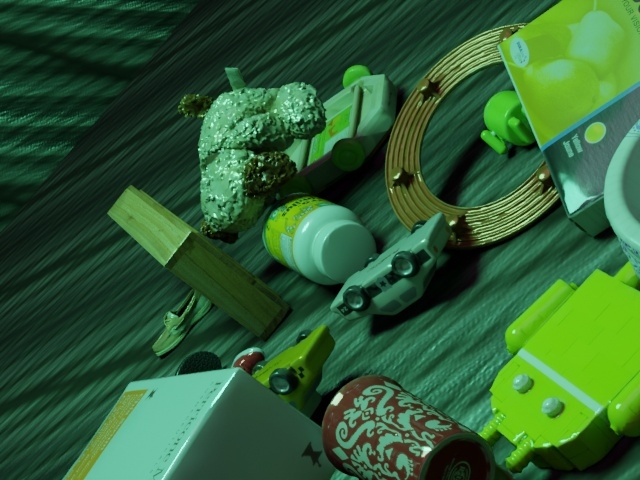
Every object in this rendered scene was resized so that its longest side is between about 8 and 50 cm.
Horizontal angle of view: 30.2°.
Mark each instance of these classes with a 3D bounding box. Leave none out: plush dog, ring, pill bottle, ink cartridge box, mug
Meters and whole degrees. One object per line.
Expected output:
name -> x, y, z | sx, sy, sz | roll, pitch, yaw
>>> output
plush dog -> -0.126, -0.118, 1.848 | 0.262, 0.210, 0.225 | -51, 30, 46
ring -> 0.218, -0.147, 1.580 | 0.336, 0.032, 0.337 | -21, 54, 32
pill bottle -> 0.000, 0.000, 1.741 | 0.117, 0.117, 0.208 | -49, 23, -7
ink cartridge box -> 0.384, -0.204, 1.389 | 0.307, 0.072, 0.304 | -36, 45, 25
mug -> 0.093, 0.228, 1.194 | 0.113, 0.150, 0.169 | -16, 16, -26

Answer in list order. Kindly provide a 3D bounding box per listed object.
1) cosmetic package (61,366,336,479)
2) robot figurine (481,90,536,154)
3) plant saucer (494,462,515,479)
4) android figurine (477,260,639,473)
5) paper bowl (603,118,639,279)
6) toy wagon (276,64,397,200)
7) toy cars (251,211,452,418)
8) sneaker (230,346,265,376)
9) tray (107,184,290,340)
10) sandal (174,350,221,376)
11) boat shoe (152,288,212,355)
cosmetic package -> -0.173, 0.294, 1.410 | 0.230, 0.161, 0.453 | -56, 15, -21
robot figurine -> 0.268, -0.169, 1.633 | 0.101, 0.067, 0.115 | -47, 24, 1
plant saucer -> 0.110, 0.322, 1.154 | 0.241, 0.037, 0.241 | -37, 26, 21
android figurine -> 0.271, 0.122, 1.188 | 0.273, 0.056, 0.248 | -44, 24, -1
paper bowl -> 0.410, -0.035, 1.054 | 0.284, 0.148, 0.284 | -25, 35, 18
toy wagon -> -0.012, -0.163, 2.081 | 0.344, 0.068, 0.267 | -34, 26, 28
toy cars -> 0.033, 0.123, 1.537 | 0.393, 0.087, 0.176 | -43, 8, -4
sneaker -> -0.122, 0.209, 1.704 | 0.118, 0.042, 0.067 | -46, 19, 19
tray -> -0.207, 0.025, 1.928 | 0.076, 0.203, 0.411 | -53, 24, -5
sandal -> -0.206, 0.241, 1.770 | 0.040, 0.067, 0.179 | -30, 29, 56
boat shoe -> -0.242, 0.136, 2.012 | 0.135, 0.045, 0.050 | -48, 24, -5
